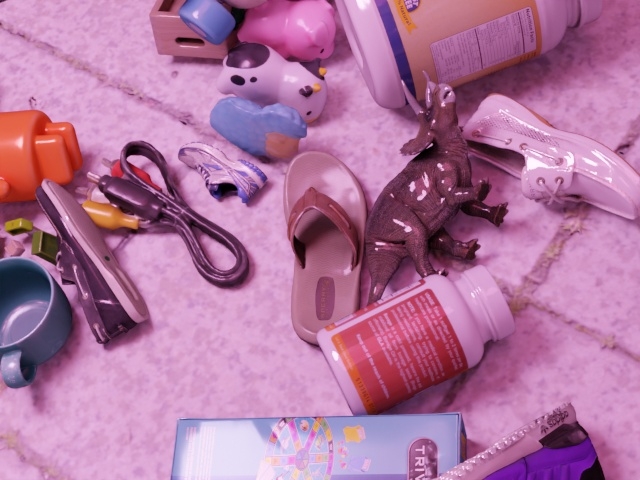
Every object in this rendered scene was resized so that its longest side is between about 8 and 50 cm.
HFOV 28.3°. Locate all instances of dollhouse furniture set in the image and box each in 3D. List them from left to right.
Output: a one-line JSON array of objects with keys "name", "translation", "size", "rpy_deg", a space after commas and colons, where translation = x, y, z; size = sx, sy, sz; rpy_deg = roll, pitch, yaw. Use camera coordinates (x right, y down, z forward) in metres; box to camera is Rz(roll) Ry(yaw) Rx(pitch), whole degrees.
[{"name": "dollhouse furniture set", "translation": [-0.418, 0.019, 1.729], "size": [0.151, 0.058, 0.076], "rpy_deg": [-12, 64, 28]}]

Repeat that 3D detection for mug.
[{"name": "mug", "translation": [-0.391, 0.111, 1.625], "size": [0.129, 0.097, 0.158], "rpy_deg": [17, 66, 21]}]

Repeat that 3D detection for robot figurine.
[{"name": "robot figurine", "translation": [-0.445, -0.114, 1.750], "size": [0.219, 0.128, 0.158], "rpy_deg": [-3, 67, 11]}]

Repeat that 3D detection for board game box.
[{"name": "board game box", "translation": [-0.006, 0.328, 1.423], "size": [0.336, 0.079, 0.254], "rpy_deg": [-2, 60, 11]}]

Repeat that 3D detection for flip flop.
[{"name": "flip flop", "translation": [0.000, 0.000, 1.612], "size": [0.112, 0.080, 0.277], "rpy_deg": [-4, 60, 10]}]

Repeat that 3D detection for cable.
[{"name": "cable", "translation": [-0.203, -0.035, 1.708], "size": [0.287, 0.072, 0.139], "rpy_deg": [29, 62, 13]}]

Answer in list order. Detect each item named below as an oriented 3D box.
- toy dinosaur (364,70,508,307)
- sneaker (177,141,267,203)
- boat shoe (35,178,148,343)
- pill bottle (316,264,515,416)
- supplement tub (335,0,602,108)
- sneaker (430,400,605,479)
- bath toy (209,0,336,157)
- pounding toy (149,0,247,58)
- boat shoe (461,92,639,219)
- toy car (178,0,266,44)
[{"name": "toy dinosaur", "translation": [0.129, -0.037, 1.600], "size": [0.160, 0.121, 0.314], "rpy_deg": [32, 99, 34]}, {"name": "sneaker", "translation": [-0.142, -0.090, 1.715], "size": [0.135, 0.052, 0.058], "rpy_deg": [21, 71, 23]}, {"name": "boat shoe", "translation": [-0.315, 0.024, 1.646], "size": [0.079, 0.084, 0.233], "rpy_deg": [-35, 78, 10]}, {"name": "pill bottle", "translation": [0.114, 0.116, 1.496], "size": [0.216, 0.121, 0.121], "rpy_deg": [-26, 58, -3]}, {"name": "supplement tub", "translation": [0.188, -0.327, 1.675], "size": [0.316, 0.228, 0.228], "rpy_deg": [-21, 58, 0]}, {"name": "sneaker", "translation": [0.207, 0.287, 1.334], "size": [0.293, 0.102, 0.146], "rpy_deg": [-23, 79, -37]}, {"name": "bath toy", "translation": [-0.040, -0.285, 1.758], "size": [0.129, 0.151, 0.348], "rpy_deg": [-29, 41, 49]}, {"name": "pounding toy", "translation": [-0.160, -0.308, 1.831], "size": [0.141, 0.100, 0.130], "rpy_deg": [6, 48, 13]}, {"name": "boat shoe", "translation": [0.290, -0.086, 1.593], "size": [0.277, 0.098, 0.096], "rpy_deg": [33, 72, 36]}, {"name": "toy car", "translation": [-0.174, -0.417, 1.741], "size": [0.219, 0.210, 0.238], "rpy_deg": [-54, 33, -5]}]
